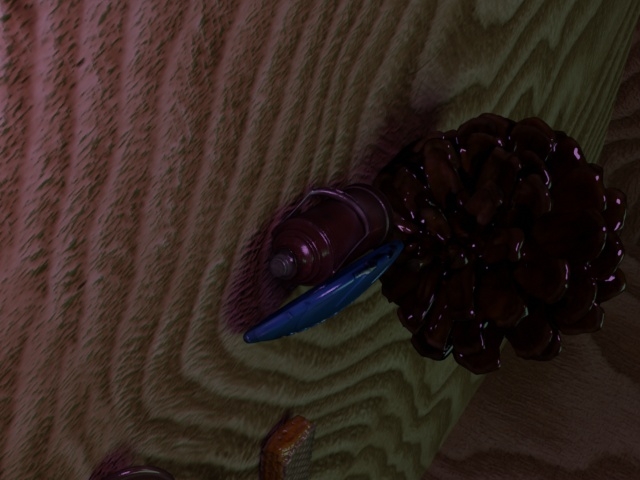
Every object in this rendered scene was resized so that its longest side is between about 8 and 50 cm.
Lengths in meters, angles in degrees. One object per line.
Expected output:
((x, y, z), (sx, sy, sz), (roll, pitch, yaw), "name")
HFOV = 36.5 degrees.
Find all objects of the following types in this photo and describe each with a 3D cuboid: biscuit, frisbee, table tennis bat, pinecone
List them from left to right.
((-0.227, 0.281, 1.191), (0.107, 0.119, 0.170), (-40, 137, 10), "table tennis bat")
((-0.066, 0.445, 1.699), (0.094, 0.054, 0.378), (-43, 152, -40), "biscuit")
((0.010, 0.076, 1.261), (0.242, 0.045, 0.242), (-31, 179, -1), "frisbee")
((0.249, 0.007, 1.433), (0.397, 0.398, 0.397), (-49, 156, -31), "pinecone")

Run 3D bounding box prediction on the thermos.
((0.002, 0.003, 1.256), (0.232, 0.099, 0.124), (-33, 156, -54), "thermos")
